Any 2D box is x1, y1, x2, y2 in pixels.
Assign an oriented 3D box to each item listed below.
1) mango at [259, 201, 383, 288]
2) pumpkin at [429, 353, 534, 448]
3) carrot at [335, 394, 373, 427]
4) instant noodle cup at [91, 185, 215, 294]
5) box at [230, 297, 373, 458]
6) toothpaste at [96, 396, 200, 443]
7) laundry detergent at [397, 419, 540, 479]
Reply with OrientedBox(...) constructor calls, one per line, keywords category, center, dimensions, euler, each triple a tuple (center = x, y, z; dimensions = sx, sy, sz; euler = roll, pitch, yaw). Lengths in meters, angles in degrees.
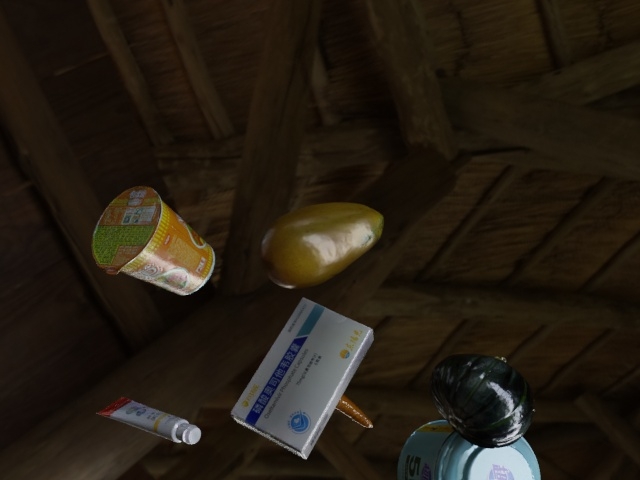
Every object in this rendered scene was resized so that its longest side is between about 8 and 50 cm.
OrientedBox(category="mango", center=(0.000, 0.000, 1.862), dimensions=(0.211, 0.317, 0.172), euler=(41, -30, 59))
OrientedBox(category="pumpkin", center=(0.372, 0.353, 1.765), dimensions=(0.250, 0.216, 0.250), euler=(26, -28, 15))
OrientedBox(category="carrot", center=(0.047, 0.472, 2.248), dimensions=(0.271, 0.066, 0.062), euler=(26, -69, -21))
OrientedBox(category="instant noodle cup", center=(-0.295, 0.016, 1.411), dimensions=(0.168, 0.168, 0.185), euler=(12, -18, 40))
OrientedBox(category="box", center=(-0.039, 0.323, 1.838), dimensions=(0.200, 0.343, 0.065), euler=(23, -25, 19))
OrientedBox(category="toothpaste", center=(-0.236, 0.247, 1.061), dimensions=(0.190, 0.048, 0.031), euler=(6, -64, 40))
OrientedBox(category="laundry detergent", center=(0.384, 0.603, 1.961), dimensions=(0.287, 0.287, 0.305), euler=(53, -21, 0))
